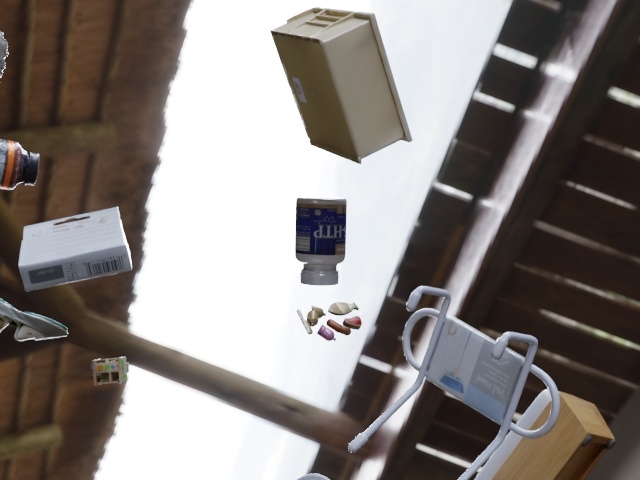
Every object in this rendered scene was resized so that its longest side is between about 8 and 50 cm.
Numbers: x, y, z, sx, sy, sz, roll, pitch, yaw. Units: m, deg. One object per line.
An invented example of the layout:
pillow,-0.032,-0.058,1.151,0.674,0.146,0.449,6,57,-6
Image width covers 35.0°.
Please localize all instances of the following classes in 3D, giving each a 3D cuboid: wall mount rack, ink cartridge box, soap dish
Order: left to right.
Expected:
ink cartridge box,-0.448,0.013,1.856,0.232,0.189,0.066,-132,31,-70
wall mount rack,0.200,0.252,1.639,0.350,0.130,0.304,28,104,48
soap dish,0.405,0.419,1.863,0.291,0.118,0.229,-55,-33,6

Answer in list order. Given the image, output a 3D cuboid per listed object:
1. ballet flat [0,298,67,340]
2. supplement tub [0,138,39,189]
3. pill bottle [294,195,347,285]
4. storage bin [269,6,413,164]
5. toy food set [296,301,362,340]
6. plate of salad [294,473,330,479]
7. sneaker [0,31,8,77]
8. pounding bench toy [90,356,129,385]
ballet flat,-0.612,0.164,2.024,0.072,0.213,0.068,-30,36,60
supplement tub,-0.689,-0.162,2.104,0.106,0.197,0.106,-28,58,59
pill bottle,0.000,0.000,2.184,0.112,0.112,0.187,-60,-29,-84
storage bin,0.032,-0.311,2.010,0.260,0.123,0.262,30,144,59
toy food set,0.019,0.139,1.717,0.078,0.122,0.019,61,140,39
plate of salad,-0.024,0.416,1.372,0.200,0.048,0.200,-37,39,37
sneaker,-0.682,-0.355,2.050,0.129,0.111,0.297,-40,-33,-38
pounding bench toy,-0.432,0.267,2.083,0.083,0.065,0.052,67,-162,-85
